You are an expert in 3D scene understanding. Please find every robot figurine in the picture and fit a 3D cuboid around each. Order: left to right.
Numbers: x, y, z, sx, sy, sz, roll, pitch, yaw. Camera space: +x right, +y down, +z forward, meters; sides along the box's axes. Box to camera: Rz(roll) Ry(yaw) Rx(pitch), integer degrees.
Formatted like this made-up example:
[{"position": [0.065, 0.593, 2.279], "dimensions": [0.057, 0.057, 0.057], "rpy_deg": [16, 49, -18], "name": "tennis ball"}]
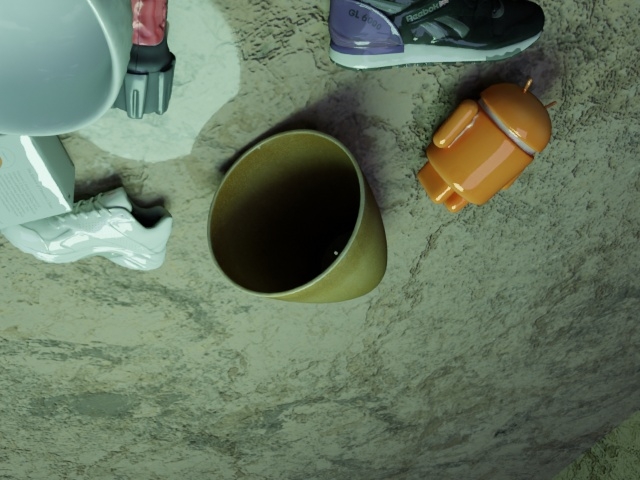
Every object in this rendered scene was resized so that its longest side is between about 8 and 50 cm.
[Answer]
[{"position": [0.248, -0.141, 0.892], "dimensions": [0.158, 0.128, 0.219], "rpy_deg": [41, 115, -6], "name": "robot figurine"}]

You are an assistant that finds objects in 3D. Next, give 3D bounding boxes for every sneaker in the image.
[{"position": [-0.316, -0.031, 0.835], "dimensions": [0.232, 0.090, 0.115], "rpy_deg": [6, 125, -37], "name": "sneaker"}, {"position": [0.150, -0.288, 0.728], "dimensions": [0.284, 0.107, 0.124], "rpy_deg": [-10, 130, -11], "name": "sneaker"}]

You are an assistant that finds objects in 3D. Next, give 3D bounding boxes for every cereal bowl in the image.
[{"position": [-0.326, -0.247, 0.524], "dimensions": [0.339, 0.141, 0.339], "rpy_deg": [6, 152, 3], "name": "cereal bowl"}]

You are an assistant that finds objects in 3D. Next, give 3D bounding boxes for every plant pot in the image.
[{"position": [0.000, 0.000, 0.894], "dimensions": [0.237, 0.237, 0.254], "rpy_deg": [-32, 150, 12], "name": "plant pot"}]

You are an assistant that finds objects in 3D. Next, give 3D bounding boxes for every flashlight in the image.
[{"position": [-0.182, -0.273, 0.610], "dimensions": [0.103, 0.103, 0.303], "rpy_deg": [-30, 145, -44], "name": "flashlight"}]

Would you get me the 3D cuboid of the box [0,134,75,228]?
[{"position": [-0.409, -0.088, 0.727], "dimensions": [0.171, 0.091, 0.130], "rpy_deg": [-15, 136, -5], "name": "box"}]
